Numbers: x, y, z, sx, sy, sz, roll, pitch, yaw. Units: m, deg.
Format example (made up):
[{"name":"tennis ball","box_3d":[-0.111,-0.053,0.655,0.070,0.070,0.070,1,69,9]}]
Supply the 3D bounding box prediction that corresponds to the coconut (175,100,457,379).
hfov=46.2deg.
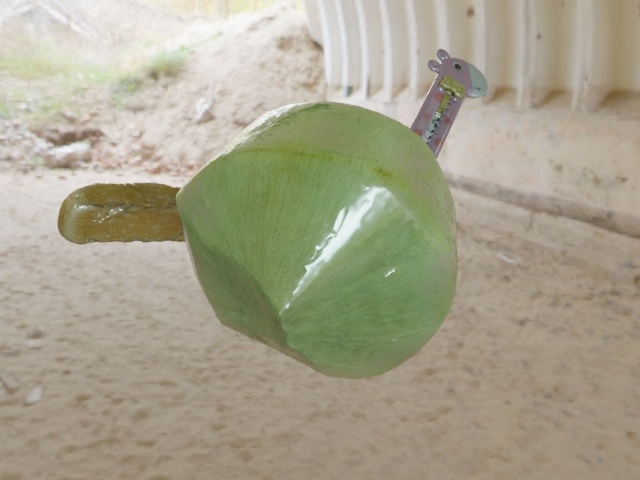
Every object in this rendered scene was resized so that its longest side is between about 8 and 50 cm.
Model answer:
[{"name":"coconut","box_3d":[0.000,0.000,0.810,0.281,0.328,0.328,-40,-12,30]}]

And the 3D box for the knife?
[{"name":"knife","box_3d":[0.215,-0.228,1.374,0.132,0.038,0.399,33,51,-3]}]

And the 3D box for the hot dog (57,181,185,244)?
[{"name":"hot dog","box_3d":[-0.281,-0.046,1.143,0.242,0.084,0.073,-2,50,-37]}]
